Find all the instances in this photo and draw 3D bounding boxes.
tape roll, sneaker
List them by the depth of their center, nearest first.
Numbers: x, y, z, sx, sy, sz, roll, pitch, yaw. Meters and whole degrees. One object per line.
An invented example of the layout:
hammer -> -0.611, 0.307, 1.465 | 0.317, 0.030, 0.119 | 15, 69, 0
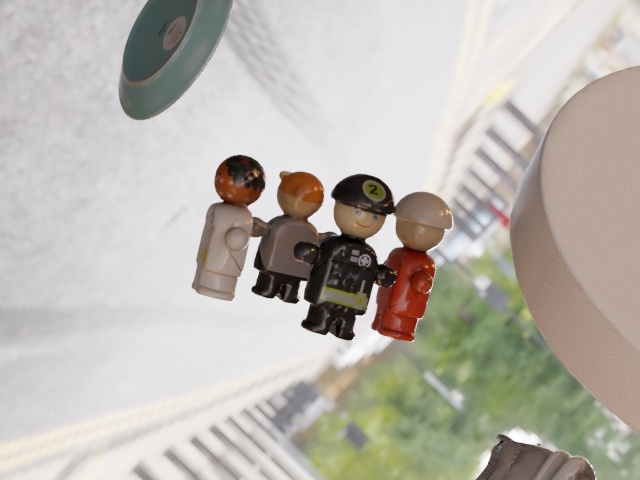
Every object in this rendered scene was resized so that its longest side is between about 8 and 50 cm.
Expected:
tape roll -> 0.334, 0.022, 1.330 | 0.392, 0.392, 0.072 | -43, 164, -43
sneaker -> 0.131, 0.297, 1.582 | 0.281, 0.115, 0.105 | -48, 138, -21

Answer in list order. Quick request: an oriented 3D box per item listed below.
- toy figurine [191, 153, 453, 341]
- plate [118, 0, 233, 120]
toy figurine -> 0.000, 0.000, 1.645 | 0.213, 0.209, 0.148 | 7, 99, -60
plate -> -0.153, -0.209, 1.766 | 0.188, 0.024, 0.188 | -35, -140, 35
